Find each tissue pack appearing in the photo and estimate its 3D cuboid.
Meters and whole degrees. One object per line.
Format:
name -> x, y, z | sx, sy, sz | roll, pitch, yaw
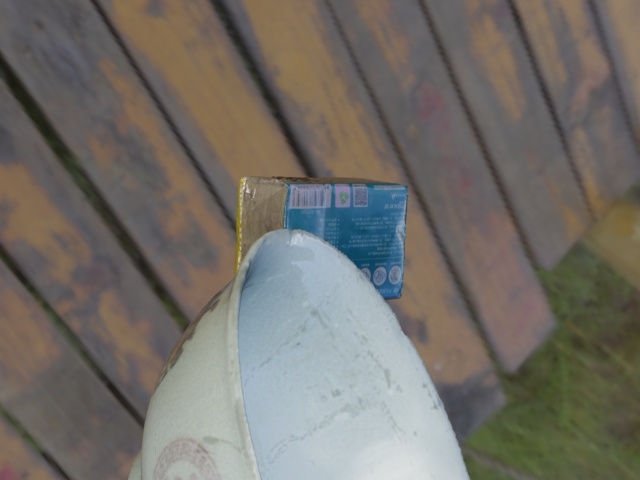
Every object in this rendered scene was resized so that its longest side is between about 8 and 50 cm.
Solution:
tissue pack -> 0.000, 0.000, 1.574 | 0.169, 0.082, 0.120 | -2, 97, -45

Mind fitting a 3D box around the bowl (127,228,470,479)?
bowl -> -0.035, 0.224, 1.397 | 0.196, 0.435, 0.435 | -21, 147, 21
